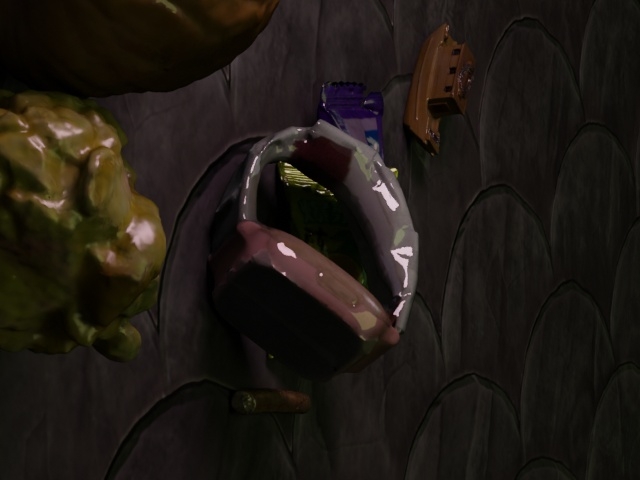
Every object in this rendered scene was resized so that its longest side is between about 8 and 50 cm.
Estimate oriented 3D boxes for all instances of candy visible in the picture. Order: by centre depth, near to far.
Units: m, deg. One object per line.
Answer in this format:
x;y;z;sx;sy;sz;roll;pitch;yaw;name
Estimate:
0.015;0.022;2.039;0.149;0.069;0.246;6;88;-16;candy
0.038;-0.059;2.131;0.145;0.070;0.275;-2;91;-60;candy

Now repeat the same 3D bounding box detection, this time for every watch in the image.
0.000;0.000;1.931;0.253;0.162;0.241;39;53;-8;watch

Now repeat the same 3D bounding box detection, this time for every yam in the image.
-0.055;0.186;1.992;0.145;0.032;0.032;12;78;-61;yam

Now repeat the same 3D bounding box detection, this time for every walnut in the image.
-0.178;-0.267;1.527;0.333;0.333;0.332;7;82;-61;walnut

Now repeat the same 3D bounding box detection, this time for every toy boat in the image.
0.166;-0.206;2.367;0.057;0.077;0.200;52;44;-48;toy boat

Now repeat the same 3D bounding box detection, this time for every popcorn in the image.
-0.241;-0.019;1.463;0.212;0.259;0.259;-88;157;-49;popcorn
